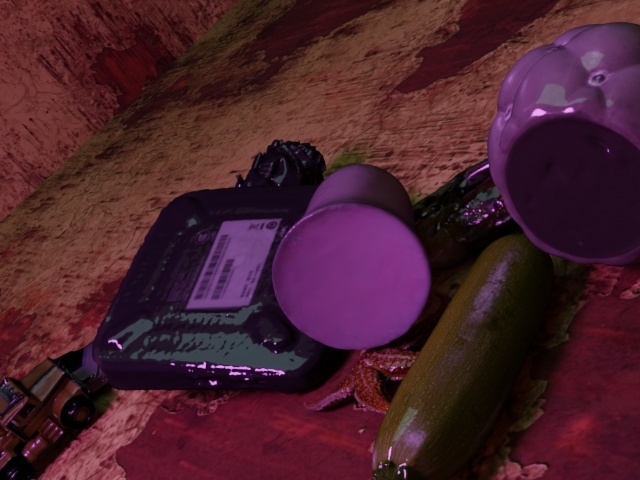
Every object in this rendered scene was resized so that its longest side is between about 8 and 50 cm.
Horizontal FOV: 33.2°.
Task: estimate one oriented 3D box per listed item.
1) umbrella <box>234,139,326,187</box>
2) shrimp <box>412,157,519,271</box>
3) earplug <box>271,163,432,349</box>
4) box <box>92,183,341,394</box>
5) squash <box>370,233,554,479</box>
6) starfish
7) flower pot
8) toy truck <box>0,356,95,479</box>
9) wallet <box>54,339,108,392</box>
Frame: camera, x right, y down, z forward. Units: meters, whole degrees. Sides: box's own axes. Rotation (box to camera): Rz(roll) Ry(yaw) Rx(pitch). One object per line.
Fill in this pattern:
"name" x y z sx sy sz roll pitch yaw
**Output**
"umbrella" -0.101 -0.017 1.682 0.154 0.128 0.336 -5 44 40
"shrimp" 0.215 -0.067 1.370 0.365 0.071 0.233 -33 16 26
"earplug" 0.044 -0.013 1.287 0.172 0.172 0.301 -32 16 15
"box" -0.107 0.055 1.460 0.350 0.091 0.359 -3 44 25
"squash" 0.144 0.124 1.055 0.101 0.101 0.378 -14 28 45
"starfish" 0.064 0.144 1.198 0.238 0.057 0.213 -27 17 24
"flower pot" 0.292 -0.100 1.085 0.246 0.246 0.195 -17 23 42
"toy truck" -0.468 0.284 1.603 0.257 0.127 0.127 -44 47 -18
"wallet" -0.439 0.243 1.768 0.231 0.069 0.170 -34 17 7
